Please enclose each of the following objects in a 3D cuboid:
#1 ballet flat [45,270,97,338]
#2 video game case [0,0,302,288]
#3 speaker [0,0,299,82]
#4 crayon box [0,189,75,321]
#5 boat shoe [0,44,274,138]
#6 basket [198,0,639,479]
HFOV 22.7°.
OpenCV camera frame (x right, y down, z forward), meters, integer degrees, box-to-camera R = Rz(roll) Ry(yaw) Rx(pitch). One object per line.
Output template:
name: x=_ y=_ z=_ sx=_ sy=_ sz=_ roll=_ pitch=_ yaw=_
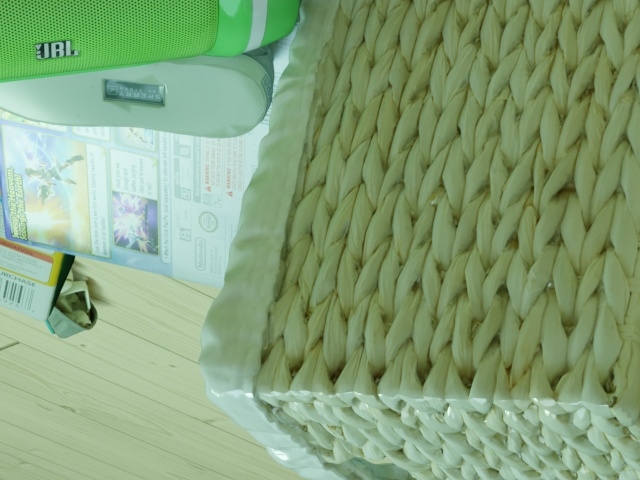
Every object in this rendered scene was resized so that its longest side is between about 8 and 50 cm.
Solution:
ballet flat: x=-0.307 y=0.050 z=1.826 sx=0.068 sy=0.072 sz=0.213 roll=-15 pitch=154 yaw=4
video game case: x=-0.124 y=-0.090 z=1.196 sx=0.244 sy=0.061 sz=0.269 roll=12 pitch=133 yaw=9
speaker: x=-0.168 y=-0.159 z=0.957 sx=0.296 sy=0.131 sz=0.131 roll=-9 pitch=163 yaw=-14
crayon box: x=-0.303 y=-0.071 z=1.405 sx=0.203 sy=0.083 sz=0.323 roll=21 pitch=144 yaw=-4
boat shoe: x=-0.141 y=-0.124 z=1.074 sx=0.227 sy=0.081 sz=0.079 roll=11 pitch=125 yaw=1
basket: x=0.136 y=0.019 z=1.043 sx=0.266 sy=0.331 sz=0.328 roll=2 pitch=154 yaw=29
